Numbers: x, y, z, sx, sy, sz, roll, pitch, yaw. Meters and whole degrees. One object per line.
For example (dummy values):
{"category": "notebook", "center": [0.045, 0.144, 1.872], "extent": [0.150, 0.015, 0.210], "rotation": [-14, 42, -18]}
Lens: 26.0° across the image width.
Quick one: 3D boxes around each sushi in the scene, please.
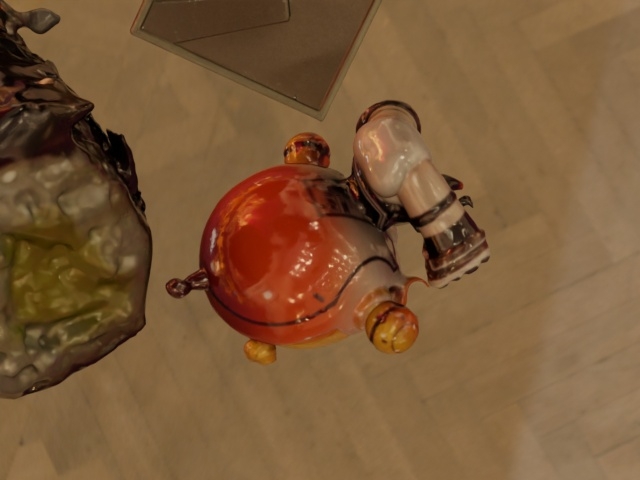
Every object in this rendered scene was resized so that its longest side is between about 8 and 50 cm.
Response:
{"category": "sushi", "center": [-0.325, -0.044, 1.283], "extent": [0.281, 0.299, 0.294], "rotation": [-18, 43, -25]}

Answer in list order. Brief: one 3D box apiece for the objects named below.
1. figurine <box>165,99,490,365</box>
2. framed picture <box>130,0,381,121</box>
{"category": "figurine", "center": [-0.001, -0.003, 1.539], "extent": [0.323, 0.196, 0.320], "rotation": [-36, 52, 12]}
{"category": "framed picture", "center": [-0.055, -0.218, 1.285], "extent": [0.203, 0.015, 0.150], "rotation": [23, 100, -16]}
